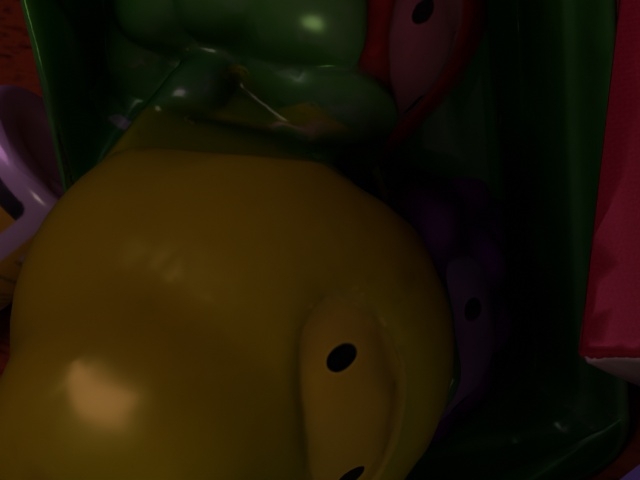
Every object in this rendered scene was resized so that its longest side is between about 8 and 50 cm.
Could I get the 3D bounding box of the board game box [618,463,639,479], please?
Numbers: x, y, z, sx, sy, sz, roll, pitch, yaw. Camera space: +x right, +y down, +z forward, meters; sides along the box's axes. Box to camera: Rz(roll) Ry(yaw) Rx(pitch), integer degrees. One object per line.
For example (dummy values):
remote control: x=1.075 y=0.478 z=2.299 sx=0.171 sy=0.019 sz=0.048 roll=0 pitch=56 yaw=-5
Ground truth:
board game box: x=0.157 y=0.212 z=0.766 sx=0.160 sy=0.039 sz=0.211 roll=-41 pitch=45 yaw=15

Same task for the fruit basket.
fruit basket: x=0.000 y=0.000 z=0.741 sx=0.283 sy=0.392 sz=0.392 roll=-11 pitch=52 yaw=-5

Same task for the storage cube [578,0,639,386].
storage cube: x=0.239 y=-0.022 z=0.714 sx=0.184 sy=0.215 sz=0.193 roll=-3 pitch=71 yaw=39

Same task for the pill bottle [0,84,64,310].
pill bottle: x=-0.252 y=0.001 z=1.175 sx=0.208 sy=0.119 sz=0.119 roll=-37 pitch=48 yaw=18
